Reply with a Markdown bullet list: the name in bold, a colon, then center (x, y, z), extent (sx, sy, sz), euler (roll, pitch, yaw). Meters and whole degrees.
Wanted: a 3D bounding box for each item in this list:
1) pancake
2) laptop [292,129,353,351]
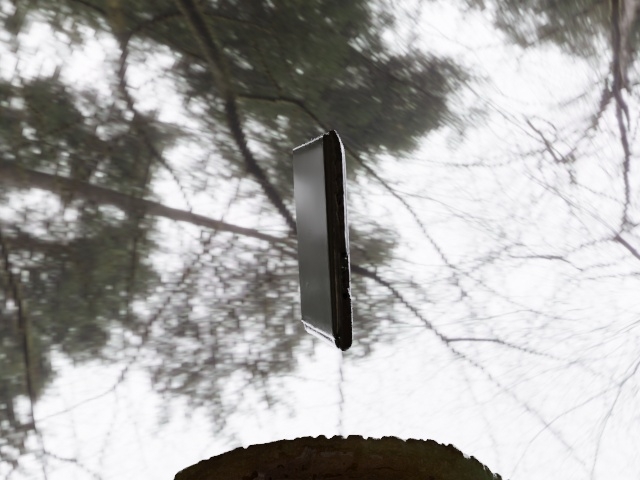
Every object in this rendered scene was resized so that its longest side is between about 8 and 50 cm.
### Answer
- **pancake**: center (0.040, 0.250, 1.300), extent (0.376, 0.054, 0.197), euler (7, -47, -7)
- **laptop**: center (0.000, 0.000, 0.933), extent (0.016, 0.180, 0.129), euler (-3, -89, -8)
